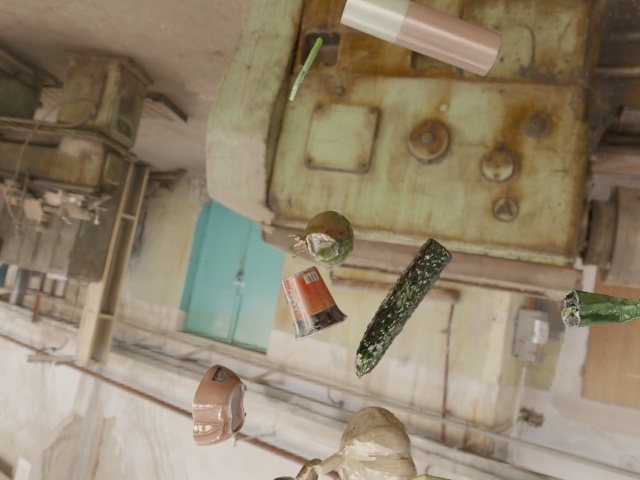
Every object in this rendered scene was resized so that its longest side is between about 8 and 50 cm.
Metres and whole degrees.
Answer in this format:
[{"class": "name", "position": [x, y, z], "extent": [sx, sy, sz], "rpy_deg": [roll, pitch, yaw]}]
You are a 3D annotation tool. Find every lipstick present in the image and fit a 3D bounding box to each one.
[{"class": "lipstick", "position": [0.163, -0.344, 0.914], "extent": [0.254, 0.070, 0.070], "rpy_deg": [19, 173, -4]}]

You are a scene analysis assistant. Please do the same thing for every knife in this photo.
[{"class": "knife", "position": [-0.029, -0.404, 1.282], "extent": [0.015, 0.212, 0.054], "rpy_deg": [21, 145, -1]}]

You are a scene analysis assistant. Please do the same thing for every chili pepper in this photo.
[{"class": "chili pepper", "position": [0.638, 0.144, 1.236], "extent": [0.226, 0.088, 0.059], "rpy_deg": [-1, -166, -20]}]

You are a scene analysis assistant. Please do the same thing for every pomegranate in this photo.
[{"class": "pomegranate", "position": [0.000, 0.000, 1.841], "extent": [0.224, 0.182, 0.181], "rpy_deg": [-10, 167, 20]}]

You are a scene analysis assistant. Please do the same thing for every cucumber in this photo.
[{"class": "cucumber", "position": [0.143, 0.125, 1.042], "extent": [0.067, 0.293, 0.067], "rpy_deg": [36, 167, 9]}]

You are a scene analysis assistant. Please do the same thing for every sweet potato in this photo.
[{"class": "sweet potato", "position": [-0.064, 0.586, 1.336], "extent": [0.062, 0.081, 0.233], "rpy_deg": [16, 139, -25]}]

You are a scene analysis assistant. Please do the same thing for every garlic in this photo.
[{"class": "garlic", "position": [0.084, 0.468, 1.207], "extent": [0.212, 0.219, 0.218], "rpy_deg": [7, 175, -24]}]

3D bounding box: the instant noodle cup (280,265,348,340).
[{"class": "instant noodle cup", "position": [-0.024, 0.134, 1.236], "extent": [0.127, 0.136, 0.127], "rpy_deg": [-23, 177, -1]}]

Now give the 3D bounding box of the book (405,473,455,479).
[{"class": "book", "position": [0.110, 0.357, 0.733], "extent": [0.207, 0.020, 0.295], "rpy_deg": [-29, 142, 21]}]

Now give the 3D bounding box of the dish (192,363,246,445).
[{"class": "dish", "position": [-0.254, 0.441, 1.489], "extent": [0.090, 0.213, 0.213], "rpy_deg": [4, 172, 15]}]
